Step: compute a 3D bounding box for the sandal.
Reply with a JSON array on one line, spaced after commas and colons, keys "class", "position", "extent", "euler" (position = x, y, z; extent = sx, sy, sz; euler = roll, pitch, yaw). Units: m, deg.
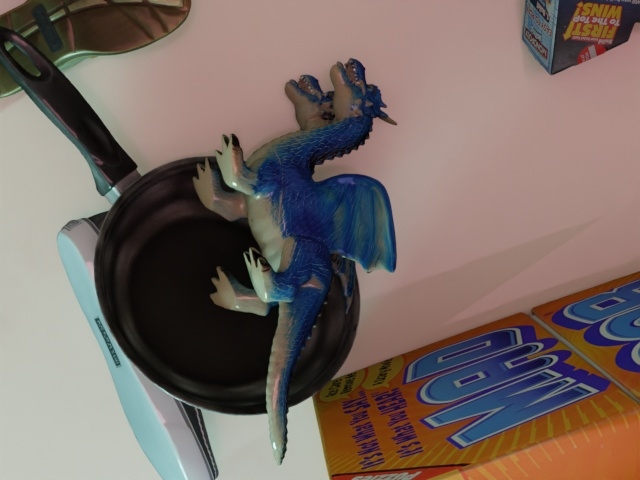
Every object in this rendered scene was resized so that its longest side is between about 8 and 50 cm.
[{"class": "sandal", "position": [-0.178, -0.156, 1.101], "extent": [0.180, 0.049, 0.072], "euler": [-22, 90, 14]}]

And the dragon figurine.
[{"class": "dragon figurine", "position": [0.000, 0.000, 1.043], "extent": [0.144, 0.085, 0.289], "euler": [-3, 67, -27]}]

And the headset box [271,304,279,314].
[{"class": "headset box", "position": [-0.039, 0.081, 1.132], "extent": [0.062, 0.032, 0.083], "euler": [12, 93, -4]}]

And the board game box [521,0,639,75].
[{"class": "board game box", "position": [0.228, -0.212, 1.082], "extent": [0.194, 0.060, 0.194], "euler": [3, 125, -20]}]

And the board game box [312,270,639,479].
[{"class": "board game box", "position": [0.224, 0.235, 0.996], "extent": [0.356, 0.356, 0.356], "euler": [-19, 96, -1]}]

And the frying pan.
[{"class": "frying pan", "position": [-0.123, 0.005, 1.057], "extent": [0.326, 0.053, 0.197], "euler": [27, 58, -9]}]

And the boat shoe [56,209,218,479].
[{"class": "boat shoe", "position": [-0.117, 0.081, 1.113], "extent": [0.076, 0.080, 0.228], "euler": [-26, 92, -24]}]
